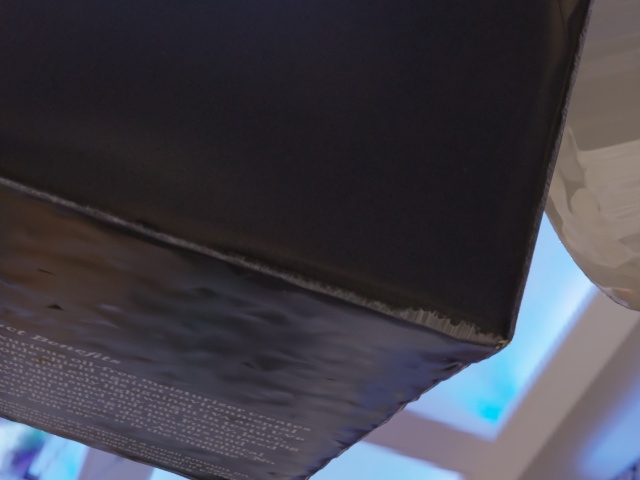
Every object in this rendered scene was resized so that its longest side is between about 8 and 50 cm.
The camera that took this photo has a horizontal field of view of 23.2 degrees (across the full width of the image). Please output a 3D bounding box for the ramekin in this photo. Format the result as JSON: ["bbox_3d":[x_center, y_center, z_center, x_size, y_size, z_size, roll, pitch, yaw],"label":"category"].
[{"bbox_3d":[0.228,-0.104,0.875,0.135,0.277,0.277,-10,-48,37],"label":"ramekin"}]

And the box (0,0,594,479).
[{"bbox_3d":[-0.025,-0.087,0.578,0.183,0.296,0.294,19,-22,-8],"label":"box"}]
